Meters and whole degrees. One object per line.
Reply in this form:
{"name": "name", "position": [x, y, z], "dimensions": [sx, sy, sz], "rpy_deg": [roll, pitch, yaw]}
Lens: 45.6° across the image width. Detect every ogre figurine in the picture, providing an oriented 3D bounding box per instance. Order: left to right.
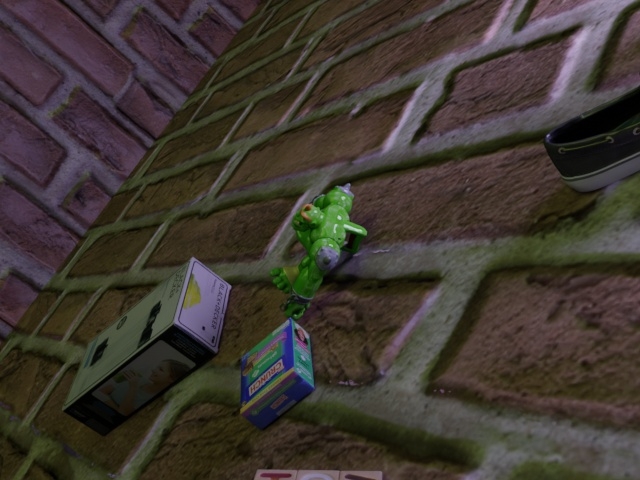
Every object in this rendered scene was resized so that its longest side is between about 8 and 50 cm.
{"name": "ogre figurine", "position": [0.000, 0.000, 1.031], "dimensions": [0.197, 0.097, 0.118], "rpy_deg": [-50, 0, -43]}

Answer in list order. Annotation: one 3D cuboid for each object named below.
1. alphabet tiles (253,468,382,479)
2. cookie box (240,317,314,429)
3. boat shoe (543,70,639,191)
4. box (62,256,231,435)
{"name": "alphabet tiles", "position": [-0.010, 0.240, 0.594], "dimensions": [0.198, 0.009, 0.237], "rpy_deg": [-1, 12, 5]}
{"name": "cookie box", "position": [-0.054, 0.161, 0.933], "dimensions": [0.092, 0.040, 0.107], "rpy_deg": [-40, 26, 17]}
{"name": "boat shoe", "position": [0.310, -0.127, 0.699], "dimensions": [0.228, 0.076, 0.080], "rpy_deg": [-29, 31, 38]}
{"name": "box", "position": [-0.283, 0.174, 1.249], "dimensions": [0.290, 0.087, 0.169], "rpy_deg": [-36, 27, 26]}
